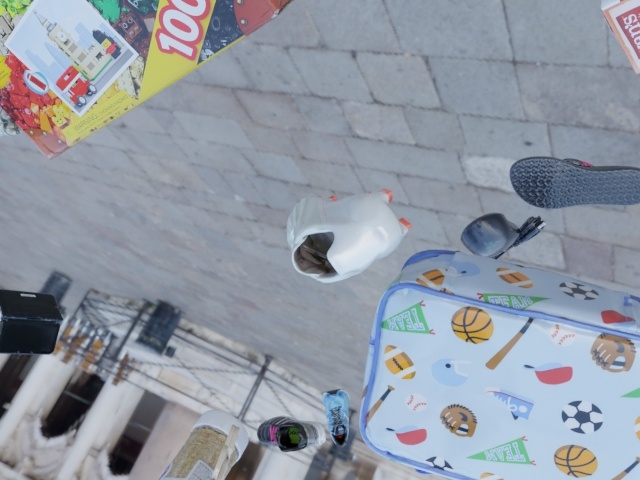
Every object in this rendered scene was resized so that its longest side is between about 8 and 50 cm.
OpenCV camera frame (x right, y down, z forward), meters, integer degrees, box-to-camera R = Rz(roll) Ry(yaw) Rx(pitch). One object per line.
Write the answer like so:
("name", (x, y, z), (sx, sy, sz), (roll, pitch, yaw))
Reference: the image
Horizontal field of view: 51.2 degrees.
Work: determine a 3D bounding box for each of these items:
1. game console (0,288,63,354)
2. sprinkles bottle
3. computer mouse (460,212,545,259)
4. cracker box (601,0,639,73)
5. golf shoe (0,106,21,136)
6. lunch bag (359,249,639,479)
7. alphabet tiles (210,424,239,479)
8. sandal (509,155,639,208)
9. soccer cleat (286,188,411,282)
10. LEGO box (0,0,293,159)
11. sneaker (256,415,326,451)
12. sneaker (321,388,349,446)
("game console", (-0.580, 0.160, 1.311), (0.122, 0.071, 0.107), (14, -147, -50))
("sprinkles bottle", (-0.272, 0.503, 1.330), (0.121, 0.355, 0.121), (12, 125, 18))
("computer mouse", (0.447, -0.001, 1.657), (0.188, 0.072, 0.272), (-40, 151, 26))
("cracker box", (0.317, -0.225, 0.451), (0.232, 0.156, 0.067), (-21, 124, 39))
("golf shoe", (-0.552, -0.216, 1.168), (0.086, 0.069, 0.176), (-10, -167, -1))
("lunch bag", (0.186, 0.149, 0.682), (0.303, 0.115, 0.243), (13, 115, 18))
("alphabet tiles", (-0.197, 0.466, 1.145), (0.021, 0.284, 0.278), (20, 145, -1))
("sandal", (0.331, -0.076, 0.864), (0.179, 0.040, 0.067), (4, 115, 0))
("soccer cleat", (0.000, 0.000, 0.553), (0.068, 0.076, 0.196), (56, 160, -8))
("LEGO box", (-0.311, -0.387, 0.920), (0.500, 0.193, 0.372), (-21, 118, 34))
("sneaker", (-0.075, 0.394, 1.360), (0.170, 0.063, 0.074), (-7, 171, 37))
("sneaker", (0.044, 0.406, 1.524), (0.063, 0.073, 0.162), (-12, 123, -2))
